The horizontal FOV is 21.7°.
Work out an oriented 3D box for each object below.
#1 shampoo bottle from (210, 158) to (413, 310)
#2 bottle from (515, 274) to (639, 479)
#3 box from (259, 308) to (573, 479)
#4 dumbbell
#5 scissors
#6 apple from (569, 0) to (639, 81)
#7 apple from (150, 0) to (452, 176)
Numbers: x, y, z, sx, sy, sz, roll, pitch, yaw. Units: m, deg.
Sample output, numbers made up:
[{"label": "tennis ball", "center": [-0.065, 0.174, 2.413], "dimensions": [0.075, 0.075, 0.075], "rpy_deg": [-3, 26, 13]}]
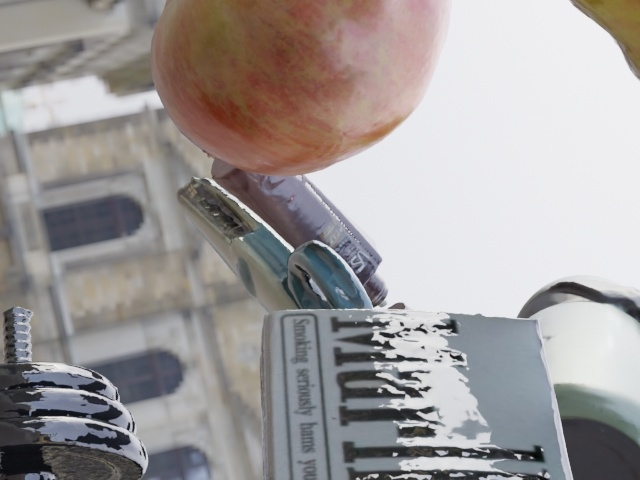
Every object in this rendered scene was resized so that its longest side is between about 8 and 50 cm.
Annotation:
[{"label": "shampoo bottle", "center": [-0.001, 0.002, 1.480], "dimensions": [0.236, 0.068, 0.067], "rpy_deg": [45, 5, -25]}, {"label": "bottle", "center": [0.210, 0.132, 1.349], "dimensions": [0.347, 0.168, 0.168], "rpy_deg": [-58, 143, -69]}, {"label": "box", "center": [0.036, 0.093, 0.612], "dimensions": [0.177, 0.115, 0.036], "rpy_deg": [-95, -171, -52]}, {"label": "dumbbell", "center": [-0.109, 0.124, 0.619], "dimensions": [0.099, 0.099, 0.208], "rpy_deg": [113, -27, -64]}, {"label": "scissors", "center": [-0.030, 0.023, 1.115], "dimensions": [0.289, 0.041, 0.138], "rpy_deg": [42, -26, 51]}, {"label": "apple", "center": [0.182, -0.159, 0.739], "dimensions": [0.160, 0.173, 0.195], "rpy_deg": [54, 17, -2]}, {"label": "apple", "center": [-0.010, -0.133, 1.037], "dimensions": [0.209, 0.164, 0.209], "rpy_deg": [-53, -165, 20]}]
